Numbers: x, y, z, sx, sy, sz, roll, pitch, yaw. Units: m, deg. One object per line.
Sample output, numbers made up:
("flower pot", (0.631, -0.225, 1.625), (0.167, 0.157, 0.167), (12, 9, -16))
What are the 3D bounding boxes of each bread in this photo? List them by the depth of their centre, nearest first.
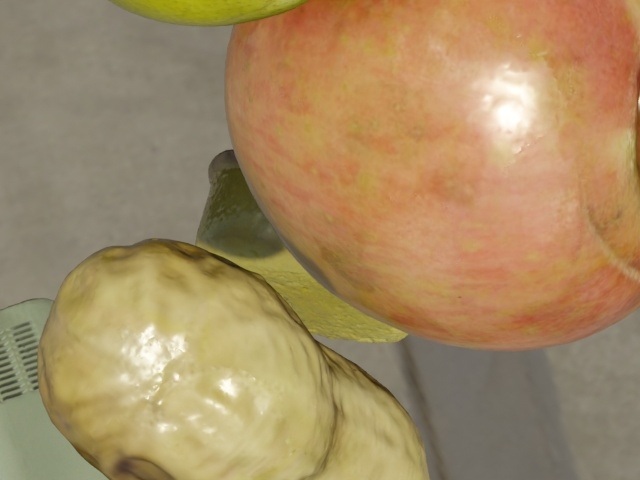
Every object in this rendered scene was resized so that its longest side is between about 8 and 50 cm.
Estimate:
("bread", (0.000, 0.000, 1.959), (0.270, 0.270, 0.148), (-19, 48, 55))

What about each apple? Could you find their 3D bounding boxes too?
("apple", (0.111, -0.100, 1.350), (0.364, 0.364, 0.364), (28, 129, 42))

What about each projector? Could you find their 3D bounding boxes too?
("projector", (-0.155, 0.187, 1.196), (0.250, 0.108, 0.198), (83, 163, -50))

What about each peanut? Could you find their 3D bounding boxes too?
("peanut", (-0.030, 0.083, 0.862), (0.120, 0.236, 0.110), (-18, 51, 35))

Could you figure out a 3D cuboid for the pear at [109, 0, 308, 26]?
("pear", (-0.062, -0.202, 1.008), (0.198, 0.198, 0.198), (28, 129, 42))
